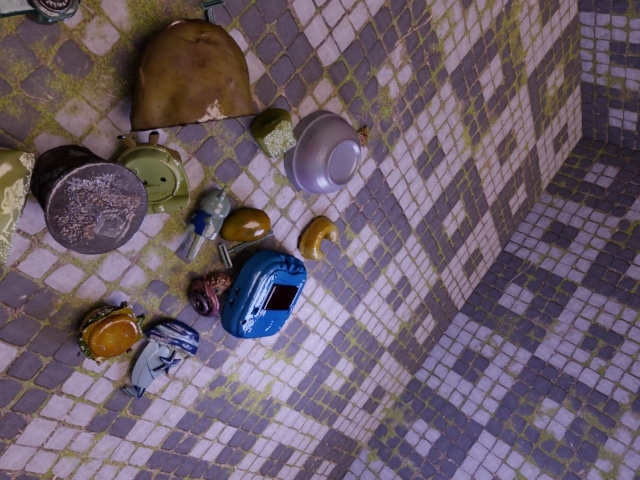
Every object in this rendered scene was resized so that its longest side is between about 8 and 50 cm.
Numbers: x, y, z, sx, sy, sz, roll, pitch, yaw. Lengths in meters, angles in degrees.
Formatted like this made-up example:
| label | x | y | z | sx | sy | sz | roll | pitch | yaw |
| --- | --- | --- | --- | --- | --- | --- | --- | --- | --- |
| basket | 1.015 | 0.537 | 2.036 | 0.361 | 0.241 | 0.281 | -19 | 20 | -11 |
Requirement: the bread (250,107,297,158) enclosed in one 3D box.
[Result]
| label | x | y | z | sx | sy | sz | roll | pitch | yaw |
| --- | --- | --- | --- | --- | --- | --- | --- | --- | --- |
| bread | -0.139 | -0.324 | 1.453 | 0.129 | 0.111 | 0.114 | -31 | 140 | -5 |

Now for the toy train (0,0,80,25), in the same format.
| label | x | y | z | sx | sy | sz | roll | pitch | yaw |
| --- | --- | --- | --- | --- | --- | --- | --- | --- | --- |
| toy train | -0.585 | -0.493 | 0.869 | 0.304 | 0.150 | 0.222 | -29 | 121 | -30 |

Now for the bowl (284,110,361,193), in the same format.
| label | x | y | z | sx | sy | sz | roll | pitch | yaw |
| --- | --- | --- | --- | --- | --- | --- | --- | --- | --- |
| bowl | 0.033 | -0.281 | 1.636 | 0.287 | 0.143 | 0.287 | -25 | 129 | -35 |

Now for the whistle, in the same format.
| label | x | y | z | sx | sy | sz | roll | pitch | yaw |
| --- | --- | --- | --- | --- | --- | --- | --- | --- | --- |
| whistle | -0.335 | -0.055 | 1.426 | 0.092 | 0.110 | 0.244 | 28 | 93 | -19 |

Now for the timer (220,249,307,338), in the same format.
| label | x | y | z | sx | sy | sz | roll | pitch | yaw |
| --- | --- | --- | --- | --- | --- | --- | --- | --- | --- |
| timer | -0.183 | 0.191 | 1.677 | 0.309 | 0.115 | 0.340 | -65 | 154 | 4 |

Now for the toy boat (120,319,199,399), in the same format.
| label | x | y | z | sx | sy | sz | roll | pitch | yaw |
| --- | --- | --- | --- | --- | --- | --- | --- | --- | --- |
| toy boat | -0.497 | 0.378 | 1.549 | 0.210 | 0.070 | 0.292 | 9 | 110 | -44 |

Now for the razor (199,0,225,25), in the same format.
| label | x | y | z | sx | sy | sz | roll | pitch | yaw |
| --- | --- | --- | --- | --- | --- | --- | --- | --- | --- |
| razor | -0.268 | -0.516 | 1.257 | 0.068 | 0.037 | 0.191 | -35 | 137 | -33 |

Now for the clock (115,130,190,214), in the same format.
| label | x | y | z | sx | sy | sz | roll | pitch | yaw |
| --- | --- | --- | --- | --- | --- | --- | --- | --- | --- |
| clock | -0.427 | -0.172 | 1.211 | 0.170 | 0.069 | 0.232 | -8 | 132 | -6 |

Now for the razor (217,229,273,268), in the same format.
| label | x | y | z | sx | sy | sz | roll | pitch | yaw |
| --- | --- | --- | --- | --- | --- | --- | --- | --- | --- |
| razor | -0.242 | 0.012 | 1.618 | 0.211 | 0.036 | 0.084 | -29 | 112 | -38 |

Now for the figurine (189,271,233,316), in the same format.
| label | x | y | z | sx | sy | sz | roll | pitch | yaw |
| --- | --- | --- | --- | --- | --- | --- | --- | --- | --- |
| figurine | -0.349 | 0.154 | 1.543 | 0.114 | 0.126 | 0.157 | 34 | 56 | -11 |

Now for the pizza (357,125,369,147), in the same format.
| label | x | y | z | sx | sy | sz | roll | pitch | yaw |
| --- | --- | --- | --- | --- | --- | --- | --- | --- | --- |
| pizza | 0.154 | -0.377 | 1.793 | 0.078 | 0.025 | 0.083 | -21 | 128 | -40 |

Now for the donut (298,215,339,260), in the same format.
| label | x | y | z | sx | sy | sz | roll | pitch | yaw |
| --- | --- | --- | --- | --- | --- | --- | --- | --- | --- |
| donut | -0.001 | -0.009 | 1.820 | 0.181 | 0.078 | 0.146 | -43 | 140 | -21 |

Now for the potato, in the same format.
| label | x | y | z | sx | sy | sz | roll | pitch | yaw |
| --- | --- | --- | --- | --- | --- | --- | --- | --- | --- |
| potato | -0.312 | -0.395 | 1.147 | 0.289 | 0.300 | 0.237 | -41 | 128 | -62 |

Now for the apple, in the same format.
| label | x | y | z | sx | sy | sz | roll | pitch | yaw |
| --- | --- | --- | --- | --- | --- | --- | --- | --- | --- |
| apple | -0.718 | -0.084 | 0.993 | 0.193 | 0.120 | 0.265 | 14 | 100 | -36 |

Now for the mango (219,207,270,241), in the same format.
| label | x | y | z | sx | sy | sz | roll | pitch | yaw |
| --- | --- | --- | --- | --- | --- | --- | --- | --- | --- |
| mango | -0.235 | -0.048 | 1.540 | 0.163 | 0.089 | 0.111 | -2 | 116 | -37 |

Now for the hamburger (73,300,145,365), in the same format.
| label | x | y | z | sx | sy | sz | roll | pitch | yaw |
| --- | --- | --- | --- | --- | --- | --- | --- | --- | --- |
| hamburger | -0.584 | 0.248 | 1.351 | 0.189 | 0.093 | 0.164 | -17 | 127 | -38 |

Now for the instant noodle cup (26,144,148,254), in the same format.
| label | x | y | z | sx | sy | sz | roll | pitch | yaw |
| --- | --- | --- | --- | --- | --- | --- | --- | --- | --- |
| instant noodle cup | -0.534 | -0.106 | 1.097 | 0.217 | 0.207 | 0.218 | -24 | 129 | -34 |
